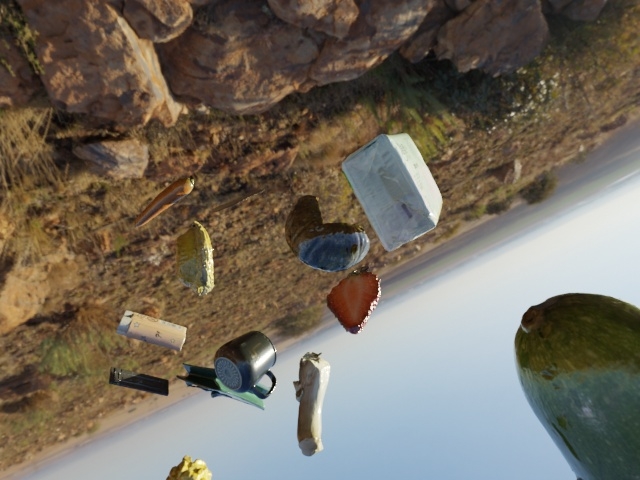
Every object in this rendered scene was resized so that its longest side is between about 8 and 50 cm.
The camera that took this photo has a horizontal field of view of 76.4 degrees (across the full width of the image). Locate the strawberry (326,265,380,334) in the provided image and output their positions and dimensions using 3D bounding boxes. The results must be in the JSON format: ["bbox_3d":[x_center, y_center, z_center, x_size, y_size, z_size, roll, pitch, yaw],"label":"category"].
[{"bbox_3d":[0.106,0.194,1.203,0.175,0.107,0.236,-4,-141,36],"label":"strawberry"}]

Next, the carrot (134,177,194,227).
[{"bbox_3d":[-0.535,-0.125,1.364,0.271,0.066,0.062,-37,133,5],"label":"carrot"}]

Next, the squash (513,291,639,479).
[{"bbox_3d":[0.475,0.205,0.660,0.310,0.309,0.310,-35,-178,2],"label":"squash"}]

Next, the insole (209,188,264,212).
[{"bbox_3d":[-0.289,-0.140,1.416,0.086,0.005,0.253,-2,-159,36],"label":"insole"}]

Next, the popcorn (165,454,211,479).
[{"bbox_3d":[-0.192,0.353,0.575,0.082,0.057,0.083,101,14,-52],"label":"popcorn"}]

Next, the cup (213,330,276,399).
[{"bbox_3d":[-0.230,0.416,1.348,0.169,0.223,0.176,-53,167,32],"label":"cup"}]

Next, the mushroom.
[{"bbox_3d":[-0.023,0.435,1.110,0.099,0.278,0.096,23,138,-21],"label":"mushroom"}]

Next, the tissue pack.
[{"bbox_3d":[0.262,-0.187,1.399,0.205,0.332,0.405,-29,-177,26],"label":"tissue pack"}]

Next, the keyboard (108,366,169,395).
[{"bbox_3d":[-0.595,0.466,1.342,0.204,0.061,0.013,31,114,-37],"label":"keyboard"}]

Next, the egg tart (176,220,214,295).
[{"bbox_3d":[-0.636,0.095,2.032,0.168,0.388,0.388,-5,159,-23],"label":"egg tart"}]

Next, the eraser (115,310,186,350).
[{"bbox_3d":[-0.785,0.420,1.904,0.290,0.087,0.171,23,-177,-19],"label":"eraser"}]

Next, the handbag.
[{"bbox_3d":[-0.356,0.552,1.535,0.238,0.090,0.326,0,150,27],"label":"handbag"}]

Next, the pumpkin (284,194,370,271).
[{"bbox_3d":[0.000,0.000,0.820,0.108,0.183,0.119,-49,166,-47],"label":"pumpkin"}]
